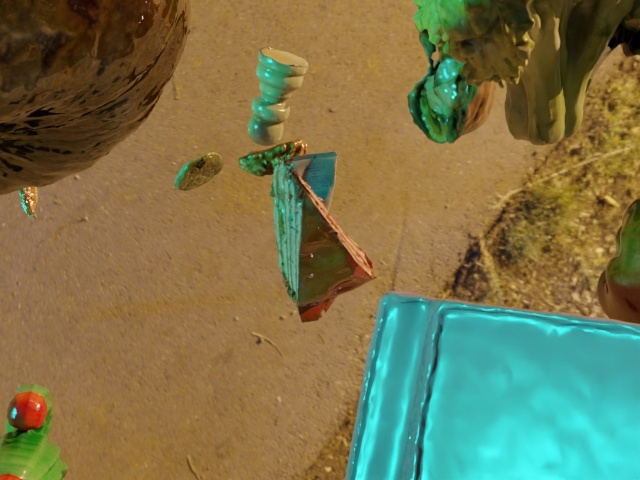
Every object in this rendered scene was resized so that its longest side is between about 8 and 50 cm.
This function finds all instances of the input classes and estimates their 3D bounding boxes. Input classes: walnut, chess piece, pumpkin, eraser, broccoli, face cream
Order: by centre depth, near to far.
[{"bbox_3d":[-0.187,-0.120,0.391,0.232,0.325,0.242,-14,92,12],"label":"pumpkin"},{"bbox_3d":[0.142,0.228,0.499,0.122,0.272,0.359,16,82,-49],"label":"eraser"},{"bbox_3d":[0.265,-0.256,0.797,0.293,0.348,0.281,3,118,20],"label":"broccoli"},{"bbox_3d":[0.265,-0.304,1.341,0.141,0.204,0.238,-15,138,-18],"label":"walnut"},{"bbox_3d":[-0.018,-0.112,1.715,0.114,0.070,0.224,-9,123,-16],"label":"face cream"},{"bbox_3d":[-0.111,-0.198,1.718,0.170,0.143,0.069,-15,88,11],"label":"walnut"},{"bbox_3d":[-0.126,-0.362,1.816,0.133,0.133,0.243,7,119,-23],"label":"chess piece"}]

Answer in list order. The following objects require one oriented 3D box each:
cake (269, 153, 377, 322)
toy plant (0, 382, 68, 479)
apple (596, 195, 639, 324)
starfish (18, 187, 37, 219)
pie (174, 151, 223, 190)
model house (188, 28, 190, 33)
[{"bbox_3d":[-0.001,-0.005,0.949,0.135,0.098,0.287,-13,139,-1],"label":"cake"},{"bbox_3d":[-0.248,0.194,0.566,0.088,0.240,0.155,13,50,-15],"label":"toy plant"},{"bbox_3d":[0.404,0.036,0.698,0.234,0.234,0.234,-4,100,-22],"label":"apple"},{"bbox_3d":[-0.715,-0.214,1.439,0.293,0.084,0.302,12,74,-38],"label":"starfish"},{"bbox_3d":[-0.184,-0.106,1.071,0.085,0.085,0.017,-34,76,-14],"label":"pie"},{"bbox_3d":[-0.347,-0.391,1.255,0.218,0.205,0.279,-45,155,-2],"label":"model house"}]
